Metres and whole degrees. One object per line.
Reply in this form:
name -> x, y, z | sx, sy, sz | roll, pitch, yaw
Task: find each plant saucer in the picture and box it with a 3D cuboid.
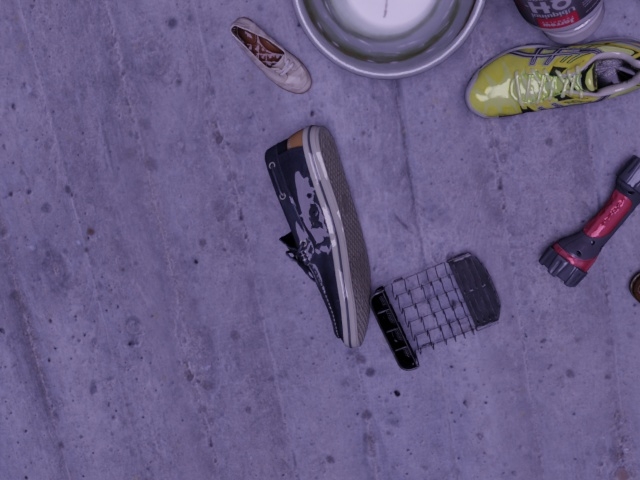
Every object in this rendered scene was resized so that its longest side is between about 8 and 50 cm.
plant saucer -> 0.139, -0.532, 1.638 | 0.400, 0.100, 0.401 | 3, 107, 9

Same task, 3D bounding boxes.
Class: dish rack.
dish rack -> 0.268, 0.155, 1.842 | 0.271, 0.074, 0.208 | -23, 106, 11

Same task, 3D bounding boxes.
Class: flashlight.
flashlight -> 0.602, -0.043, 1.739 | 0.103, 0.103, 0.304 | 35, 107, 0

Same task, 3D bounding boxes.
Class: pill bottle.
pill bottle -> 0.438, -0.504, 1.520 | 0.176, 0.318, 0.176 | -10, 69, 27

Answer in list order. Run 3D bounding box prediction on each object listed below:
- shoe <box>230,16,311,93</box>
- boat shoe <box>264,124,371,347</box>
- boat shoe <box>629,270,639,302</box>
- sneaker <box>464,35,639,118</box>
shoe -> -0.111, -0.397, 1.756 | 0.219, 0.058, 0.076 | 41, 106, -4
boat shoe -> 0.000, 0.000, 1.790 | 0.156, 0.187, 0.500 | -12, 101, 19
boat shoe -> 0.828, 0.156, 1.760 | 0.307, 0.104, 0.111 | 25, 106, 0
sneaker -> 0.485, -0.338, 1.652 | 0.384, 0.147, 0.145 | -13, 104, 12
